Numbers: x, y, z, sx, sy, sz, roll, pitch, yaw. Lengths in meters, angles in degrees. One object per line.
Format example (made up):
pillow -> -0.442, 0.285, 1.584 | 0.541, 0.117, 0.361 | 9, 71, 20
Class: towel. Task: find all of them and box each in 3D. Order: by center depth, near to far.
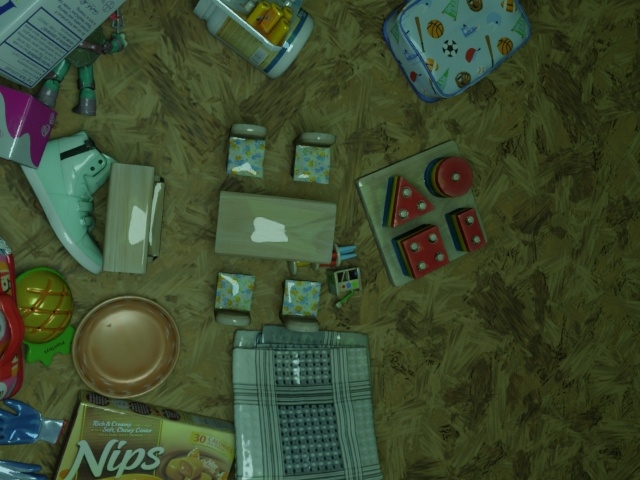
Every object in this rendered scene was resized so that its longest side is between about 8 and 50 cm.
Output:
towel -> -0.026, 0.329, 1.302 | 0.311, 0.056, 0.325 | 5, 64, -20

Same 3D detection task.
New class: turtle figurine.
turtle figurine -> -0.437, -0.348, 1.153 | 0.175, 0.118, 0.234 | 11, 95, -20

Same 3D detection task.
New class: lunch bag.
lunch bag -> -0.601, 0.134, 1.062 | 0.257, 0.120, 0.294 | -1, 95, 14
lunch bag -> 0.298, -0.466, 1.407 | 0.303, 0.115, 0.243 | -38, 103, -13

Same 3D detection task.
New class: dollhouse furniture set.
dollhouse furniture set -> -0.162, -0.028, 1.159 | 0.393, 0.256, 0.363 | 5, 92, -10

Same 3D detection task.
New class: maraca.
maraca -> -0.500, 0.137, 1.167 | 0.127, 0.099, 0.186 | -31, 122, -43

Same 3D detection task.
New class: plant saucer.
plant saucer -> -0.373, 0.203, 1.246 | 0.199, 0.037, 0.200 | -1, 94, -21

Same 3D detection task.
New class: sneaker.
sneaker -> -0.419, -0.074, 1.178 | 0.151, 0.094, 0.256 | -27, 100, -10

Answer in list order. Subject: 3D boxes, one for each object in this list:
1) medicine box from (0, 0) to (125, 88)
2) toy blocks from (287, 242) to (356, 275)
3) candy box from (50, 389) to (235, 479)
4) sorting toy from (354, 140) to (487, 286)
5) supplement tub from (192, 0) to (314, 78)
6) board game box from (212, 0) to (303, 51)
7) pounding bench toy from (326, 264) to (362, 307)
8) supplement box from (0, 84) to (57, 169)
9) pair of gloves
medicine box -> -0.477, -0.448, 1.032 | 0.289, 0.149, 0.263 | -42, 82, 2
toy blocks -> 0.000, 0.000, 1.359 | 0.148, 0.054, 0.123 | -11, 98, -19
candy box -> -0.334, 0.418, 1.248 | 0.316, 0.087, 0.183 | 19, 88, -20
sorting toy -> 0.241, -0.061, 1.424 | 0.257, 0.089, 0.256 | -24, 101, -16
supplement tub -> -0.127, -0.424, 1.238 | 0.199, 0.144, 0.144 | 34, 82, -19
board game box -> -0.175, -0.548, 1.123 | 0.390, 0.050, 0.390 | 36, 38, -20
pounding bench toy -> 0.055, 0.099, 1.387 | 0.065, 0.052, 0.084 | -9, 97, -19
supplement box -> -0.575, -0.210, 1.074 | 0.219, 0.114, 0.111 | 19, 87, 1
pair of gloves -> -0.572, 0.396, 1.197 | 0.159, 0.023, 0.198 | 19, 86, -20
